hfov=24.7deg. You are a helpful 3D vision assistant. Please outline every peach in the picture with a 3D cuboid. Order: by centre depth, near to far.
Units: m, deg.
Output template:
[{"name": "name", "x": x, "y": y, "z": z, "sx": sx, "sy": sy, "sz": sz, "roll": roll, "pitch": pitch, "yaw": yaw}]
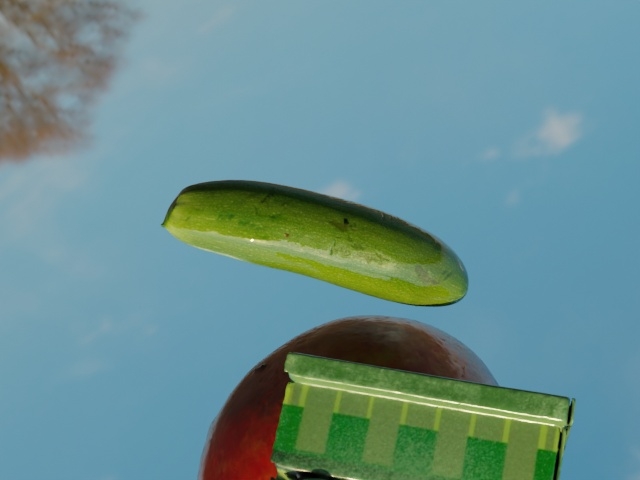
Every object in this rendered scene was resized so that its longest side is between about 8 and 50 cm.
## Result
[{"name": "peach", "x": 0.049, "y": 0.259, "z": 1.590, "sx": 0.388, "sy": 0.388, "sz": 0.388, "roll": -28, "pitch": -156, "yaw": 14}]

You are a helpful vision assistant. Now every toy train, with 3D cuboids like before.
[{"name": "toy train", "x": 0.084, "y": 0.217, "z": 1.308, "sx": 0.300, "sy": 0.120, "sz": 0.202, "roll": 8, "pitch": -114, "yaw": 8}]

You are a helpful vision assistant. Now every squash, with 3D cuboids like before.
[{"name": "squash", "x": 0.001, "y": -0.002, "z": 1.350, "sx": 0.082, "sy": 0.292, "sz": 0.082, "roll": -165, "pitch": -90, "yaw": -82}]
